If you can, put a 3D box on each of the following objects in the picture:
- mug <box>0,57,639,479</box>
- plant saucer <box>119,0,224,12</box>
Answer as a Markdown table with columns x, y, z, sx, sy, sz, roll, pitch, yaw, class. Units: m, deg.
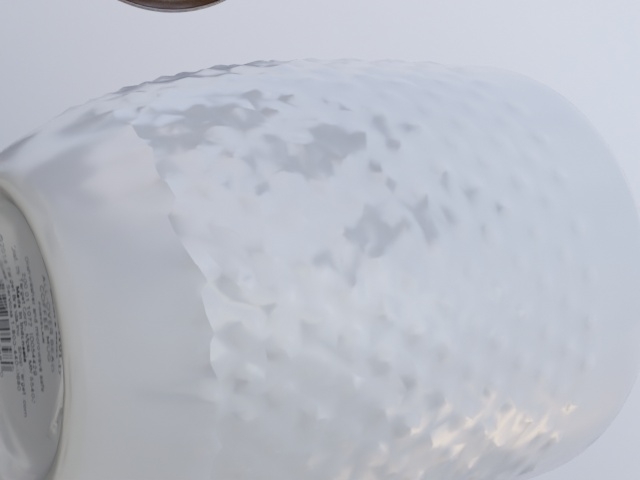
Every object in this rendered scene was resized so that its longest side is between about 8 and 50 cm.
| x | y | z | sx | sy | sz | roll | pitch | yaw | class |
| --- | --- | --- | --- | --- | --- | --- | --- | --- | --- |
| -0.025 | 0.082 | 0.578 | 0.276 | 0.328 | 0.374 | 13 | -75 | 51 | mug |
| -0.204 | -0.440 | 1.296 | 0.310 | 0.310 | 0.050 | 44 | -15 | -7 | plant saucer |
